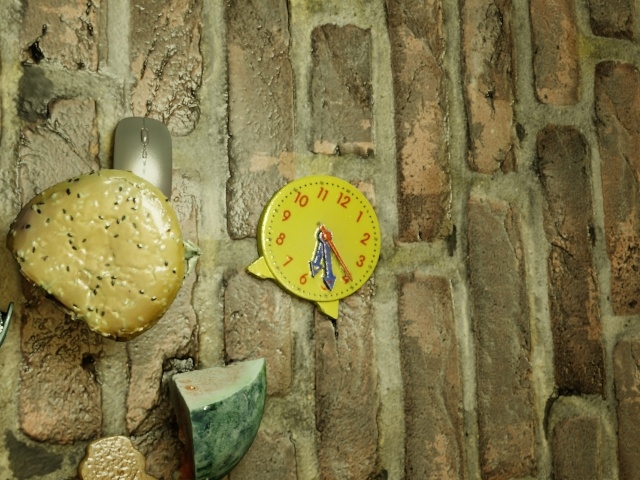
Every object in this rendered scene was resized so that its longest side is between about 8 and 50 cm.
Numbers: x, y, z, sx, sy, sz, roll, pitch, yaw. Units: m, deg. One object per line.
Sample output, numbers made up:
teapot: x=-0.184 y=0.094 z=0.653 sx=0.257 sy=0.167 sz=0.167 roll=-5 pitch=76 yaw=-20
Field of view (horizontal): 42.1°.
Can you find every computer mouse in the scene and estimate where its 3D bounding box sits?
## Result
computer mouse: x=-0.361 y=-0.139 z=1.685 sx=0.120 sy=0.057 sz=0.232 roll=4 pitch=82 yaw=-21

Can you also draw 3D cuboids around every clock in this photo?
clock: x=0.002 y=-0.002 z=1.802 sx=0.277 sy=0.071 sz=0.293 roll=24 pitch=75 yaw=-17

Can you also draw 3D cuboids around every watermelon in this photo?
watermelon: x=-0.234 y=0.341 z=1.609 sx=0.214 sy=0.289 sz=0.319 roll=32 pitch=85 yaw=16

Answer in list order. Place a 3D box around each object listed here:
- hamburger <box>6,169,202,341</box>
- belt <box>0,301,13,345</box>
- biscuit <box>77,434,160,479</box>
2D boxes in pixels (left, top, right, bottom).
hamburger: x=-0.392 y=0.005 z=1.558 sx=0.318 sy=0.195 sz=0.276 roll=39 pitch=90 yaw=-9
belt: x=-0.683 y=0.161 z=1.491 sx=0.268 sy=0.116 sz=0.206 roll=-24 pitch=88 yaw=-20
biscuit: x=-0.363 y=0.526 z=1.566 sx=0.183 sy=0.047 sz=0.319 roll=-35 pitch=87 yaw=-29
